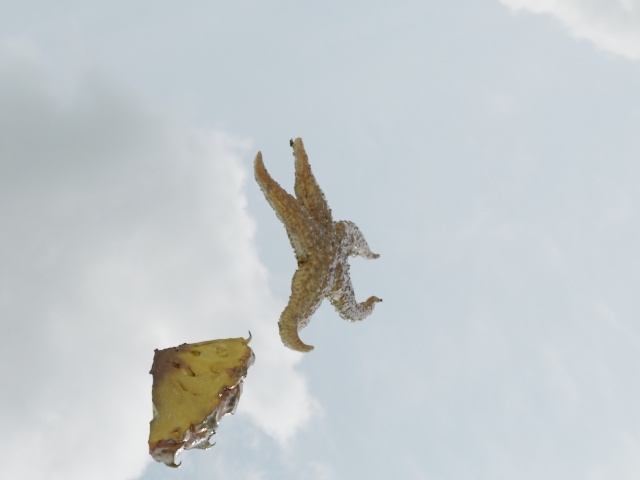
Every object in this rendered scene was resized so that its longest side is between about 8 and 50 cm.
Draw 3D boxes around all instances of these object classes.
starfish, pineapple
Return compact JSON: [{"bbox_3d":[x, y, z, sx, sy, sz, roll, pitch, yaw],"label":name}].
[{"bbox_3d":[0.004,-0.001,1.087,0.299,0.060,0.302,-45,-61,-53],"label":"starfish"},{"bbox_3d":[-0.101,0.125,0.611,0.077,0.114,0.114,28,-126,9],"label":"pineapple"}]
